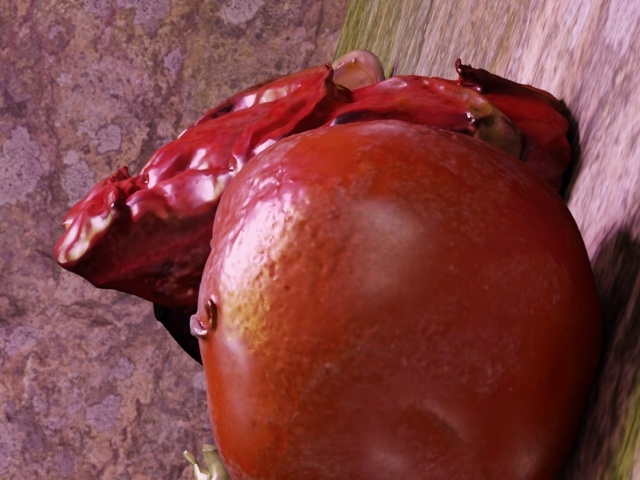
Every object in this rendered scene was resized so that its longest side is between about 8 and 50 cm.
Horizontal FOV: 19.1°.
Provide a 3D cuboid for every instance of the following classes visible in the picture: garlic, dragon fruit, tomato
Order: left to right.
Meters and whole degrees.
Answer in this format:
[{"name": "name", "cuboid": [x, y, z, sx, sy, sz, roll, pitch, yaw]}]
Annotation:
[{"name": "dragon fruit", "cuboid": [0.000, 0.000, 1.205, 0.302, 0.330, 0.240, 118, 145, -60]}, {"name": "garlic", "cuboid": [0.033, -0.154, 2.378, 0.174, 0.099, 0.124, -68, -13, 18]}, {"name": "tomato", "cuboid": [0.044, 0.047, 0.938, 0.232, 0.188, 0.232, -8, -90, -72]}]

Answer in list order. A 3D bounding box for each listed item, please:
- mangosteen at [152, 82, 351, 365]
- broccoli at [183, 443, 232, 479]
[{"name": "mangosteen", "cuboid": [-0.025, -0.008, 1.638, 0.287, 0.233, 0.287, -168, 90, -80]}, {"name": "broccoli", "cuboid": [-0.074, 0.264, 1.153, 0.277, 0.317, 0.338, 117, 144, -45]}]
